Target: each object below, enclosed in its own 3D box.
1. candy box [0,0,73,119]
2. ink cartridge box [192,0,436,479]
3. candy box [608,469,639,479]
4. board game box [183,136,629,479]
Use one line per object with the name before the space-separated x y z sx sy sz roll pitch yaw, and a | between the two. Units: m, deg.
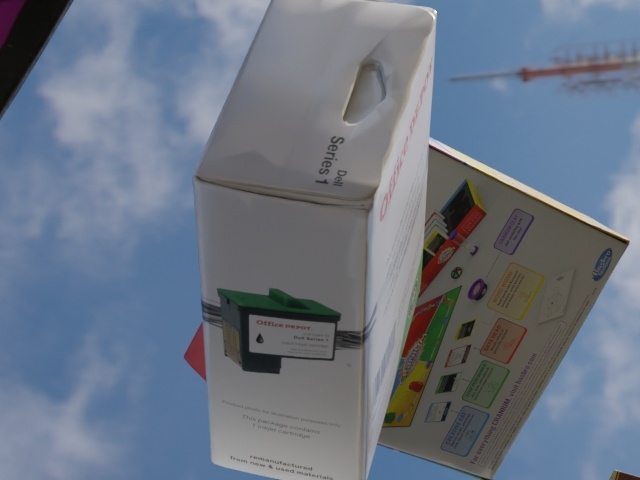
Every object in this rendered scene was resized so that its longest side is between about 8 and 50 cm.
candy box | -0.070 -0.146 0.280 0.159 0.071 0.233 28 -65 -20
ink cartridge box | 0.000 0.000 0.938 0.219 0.092 0.160 90 -166 -44
candy box | 0.286 0.254 1.373 0.053 0.186 0.109 42 -109 -38
board game box | 0.077 0.046 1.415 0.316 0.064 0.242 24 -81 -40
